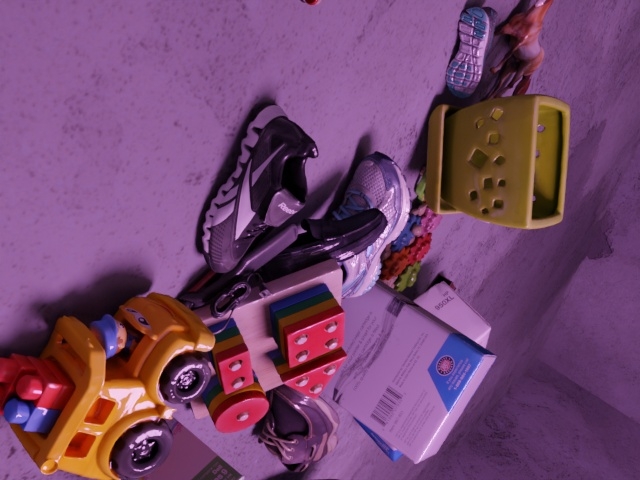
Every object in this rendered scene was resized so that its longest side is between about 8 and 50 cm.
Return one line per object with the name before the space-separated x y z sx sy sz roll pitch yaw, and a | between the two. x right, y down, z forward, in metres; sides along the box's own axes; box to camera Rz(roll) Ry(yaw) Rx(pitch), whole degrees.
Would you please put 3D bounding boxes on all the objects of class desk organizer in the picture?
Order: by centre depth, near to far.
desk organizer | 0.279 0.151 1.811 0.130 0.047 0.050 -53 151 -8

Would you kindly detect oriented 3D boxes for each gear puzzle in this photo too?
gear puzzle | 0.169 0.070 1.522 0.175 0.044 0.338 -28 145 -40

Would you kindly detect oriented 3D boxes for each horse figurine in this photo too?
horse figurine | 0.379 -0.356 1.397 0.174 0.066 0.263 -44 149 -10

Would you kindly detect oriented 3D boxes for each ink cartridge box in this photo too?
ink cartridge box | -0.207 0.327 1.007 0.093 0.212 0.154 -42 149 -34
ink cartridge box | 0.126 0.219 1.338 0.223 0.307 0.129 -60 156 6
ink cartridge box | 0.227 0.318 1.717 0.285 0.166 0.395 -35 150 -17

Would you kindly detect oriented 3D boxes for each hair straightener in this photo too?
hair straightener | -0.111 0.051 0.996 0.230 0.089 0.047 -41 152 -27

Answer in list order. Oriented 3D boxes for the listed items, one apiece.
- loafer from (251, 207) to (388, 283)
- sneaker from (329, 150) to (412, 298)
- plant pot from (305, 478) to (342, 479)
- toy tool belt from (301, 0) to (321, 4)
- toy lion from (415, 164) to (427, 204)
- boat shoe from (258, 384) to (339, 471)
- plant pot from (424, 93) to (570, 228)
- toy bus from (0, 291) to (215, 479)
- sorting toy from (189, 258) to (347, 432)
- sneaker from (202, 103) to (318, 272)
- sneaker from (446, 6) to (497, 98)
loafer | 0.000 0.000 1.094 0.223 0.076 0.078 -27 111 -15
sneaker | 0.058 -0.010 1.196 0.122 0.110 0.283 -19 134 -42
plant pot | -0.056 0.649 1.621 0.274 0.256 0.256 33 91 -48
toy tool belt | 0.006 -0.310 0.829 0.051 0.052 0.083 -20 119 -55
toy lion | 0.219 -0.108 1.444 0.100 0.034 0.096 -21 144 -49
boat shoe | -0.045 0.374 1.422 0.130 0.132 0.355 -46 151 -21
plant pot | 0.318 -0.143 1.323 0.227 0.207 0.228 -8 101 -58
toy bus | -0.261 0.154 0.828 0.211 0.149 0.220 30 91 -48
sorting toy | -0.075 0.178 1.093 0.257 0.089 0.255 -20 143 -17
sneaker | -0.075 -0.048 0.927 0.078 0.106 0.234 0 120 -58
sneaker | 0.268 -0.323 1.250 0.076 0.065 0.166 -37 150 -41
